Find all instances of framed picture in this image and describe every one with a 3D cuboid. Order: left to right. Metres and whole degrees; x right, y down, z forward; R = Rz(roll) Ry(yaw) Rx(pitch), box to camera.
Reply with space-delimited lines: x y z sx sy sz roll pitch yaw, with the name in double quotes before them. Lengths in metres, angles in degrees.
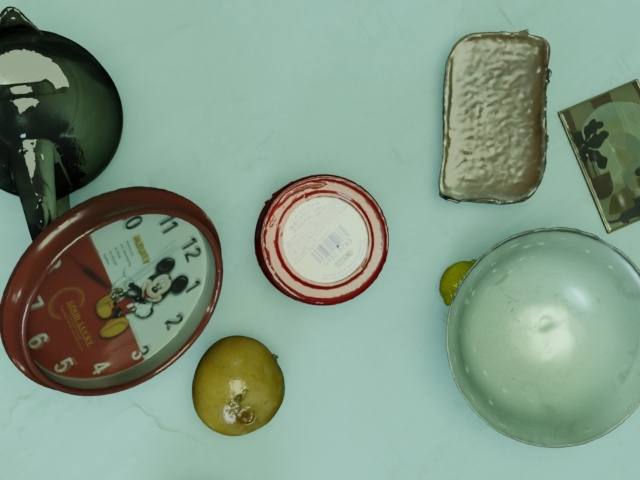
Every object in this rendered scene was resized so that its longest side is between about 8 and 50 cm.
"framed picture" 0.459 -0.128 1.960 0.136 0.010 0.200 -23 93 -6

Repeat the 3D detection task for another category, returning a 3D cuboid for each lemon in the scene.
"lemon" 0.209 0.062 1.904 0.062 0.062 0.083 35 86 -5

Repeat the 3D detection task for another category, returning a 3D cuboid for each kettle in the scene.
"kettle" -0.377 -0.131 1.706 0.228 0.324 0.320 -5 90 -7

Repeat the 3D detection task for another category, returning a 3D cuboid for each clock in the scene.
"clock" -0.272 0.068 1.701 0.318 0.080 0.318 -22 132 -26

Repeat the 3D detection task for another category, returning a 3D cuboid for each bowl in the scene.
"bowl" 0.323 0.136 1.875 0.313 0.146 0.313 0 91 -6

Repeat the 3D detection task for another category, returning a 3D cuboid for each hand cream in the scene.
"hand cream" 0.000 0.000 1.850 0.193 0.125 0.193 0 89 -4

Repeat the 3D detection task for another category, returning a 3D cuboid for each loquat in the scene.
"loquat" -0.116 0.206 1.828 0.141 0.141 0.141 0 89 -7

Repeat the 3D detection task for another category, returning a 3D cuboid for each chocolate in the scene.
"chocolate" 0.259 -0.177 1.903 0.161 0.083 0.261 6 88 11
